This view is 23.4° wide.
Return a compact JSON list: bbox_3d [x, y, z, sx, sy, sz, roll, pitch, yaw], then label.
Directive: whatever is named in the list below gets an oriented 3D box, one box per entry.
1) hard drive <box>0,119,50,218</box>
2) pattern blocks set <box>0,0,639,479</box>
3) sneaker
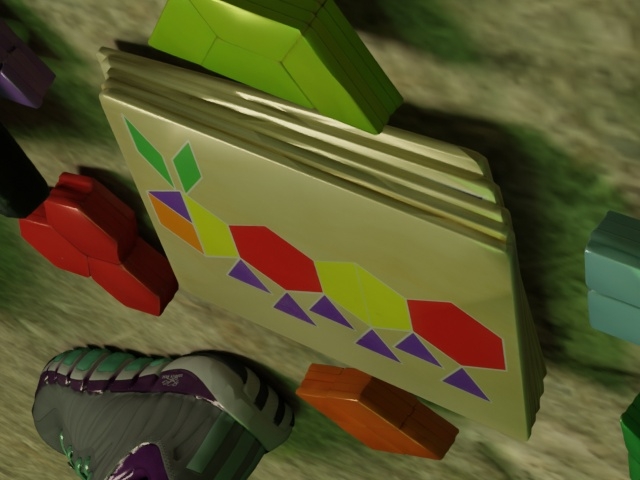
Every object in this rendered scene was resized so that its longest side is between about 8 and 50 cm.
[{"bbox_3d":[-0.178,-0.057,0.649,0.135,0.022,0.094,16,146,49],"label":"hard drive"},{"bbox_3d":[0.000,0.000,0.582,0.325,0.026,0.285,27,154,17],"label":"pattern blocks set"},{"bbox_3d":[-0.111,0.115,0.821,0.083,0.098,0.223,43,151,-22],"label":"sneaker"}]
